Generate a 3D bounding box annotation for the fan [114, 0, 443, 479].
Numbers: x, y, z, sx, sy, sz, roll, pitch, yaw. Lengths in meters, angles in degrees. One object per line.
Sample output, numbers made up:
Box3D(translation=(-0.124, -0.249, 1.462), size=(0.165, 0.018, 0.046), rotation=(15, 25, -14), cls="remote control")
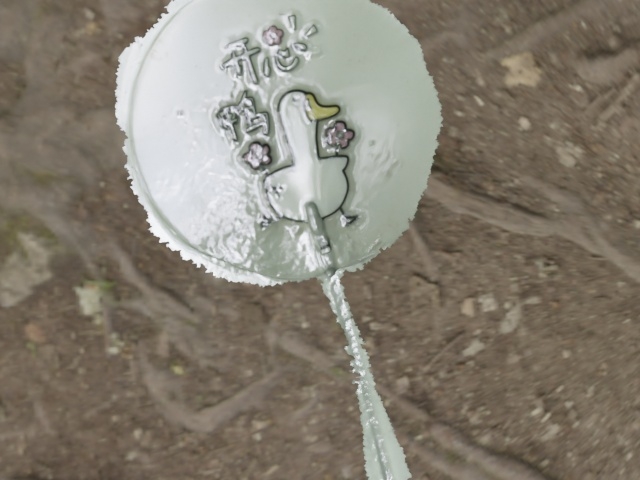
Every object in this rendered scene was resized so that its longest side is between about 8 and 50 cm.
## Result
Box3D(translation=(0.000, 0.000, 0.846), size=(0.233, 0.012, 0.414), rotation=(-19, 103, 4), cls="fan")
